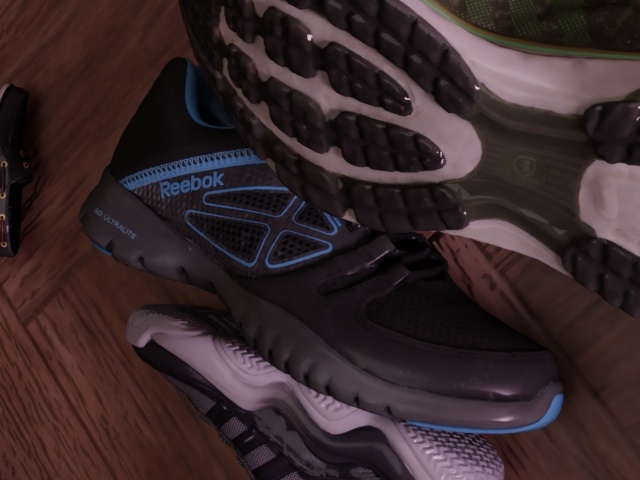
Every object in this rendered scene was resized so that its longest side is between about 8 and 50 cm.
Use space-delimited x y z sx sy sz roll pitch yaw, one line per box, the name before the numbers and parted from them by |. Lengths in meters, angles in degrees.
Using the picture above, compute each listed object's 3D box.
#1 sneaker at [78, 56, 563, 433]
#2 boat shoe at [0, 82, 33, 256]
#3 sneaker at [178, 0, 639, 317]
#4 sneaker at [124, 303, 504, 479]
sneaker | 0.000 0.000 0.679 0.341 0.125 0.139 28 99 24
boat shoe | -0.238 -0.053 0.859 0.042 0.049 0.133 10 88 1
sneaker | 0.109 -0.090 0.601 0.410 0.182 0.158 26 134 19
sneaker | -0.030 0.145 0.707 0.269 0.101 0.153 24 99 25
